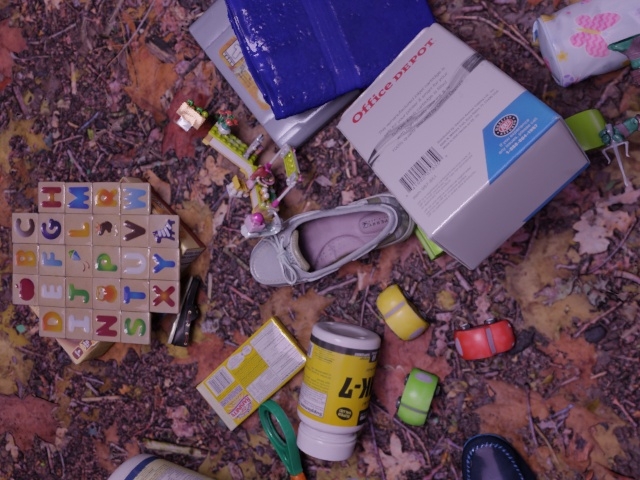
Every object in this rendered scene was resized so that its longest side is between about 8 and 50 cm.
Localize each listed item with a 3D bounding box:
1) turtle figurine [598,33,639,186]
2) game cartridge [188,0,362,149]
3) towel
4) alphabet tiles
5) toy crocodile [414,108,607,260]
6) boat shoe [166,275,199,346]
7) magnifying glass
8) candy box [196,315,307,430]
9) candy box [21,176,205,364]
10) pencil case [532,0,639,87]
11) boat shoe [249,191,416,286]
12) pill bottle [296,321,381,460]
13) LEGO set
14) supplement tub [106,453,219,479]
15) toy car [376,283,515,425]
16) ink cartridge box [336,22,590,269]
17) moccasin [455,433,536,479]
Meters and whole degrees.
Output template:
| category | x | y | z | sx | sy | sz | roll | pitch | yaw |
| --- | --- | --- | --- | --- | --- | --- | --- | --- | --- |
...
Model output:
| category | x | y | z | sx | sy | sz | roll | pitch | yaw |
| --- | --- | --- | --- | --- | --- | --- | --- | --- | --- |
| turtle figurine | 0.476 | -0.169 | 0.930 | 0.175 | 0.118 | 0.234 | -1 | 114 | 54 |
| game cartridge | -0.073 | -0.324 | 1.175 | 0.198 | 0.062 | 0.297 | -40 | 82 | 18 |
| towel | 0.022 | -0.343 | 1.091 | 0.308 | 0.076 | 0.228 | -22 | 90 | -7 |
| alphabet tiles | -0.407 | 0.038 | 1.212 | 0.342 | 0.011 | 0.285 | 2 | 93 | 16 |
| toy crocodile | 0.298 | -0.087 | 1.063 | 0.340 | 0.105 | 0.115 | -40 | 71 | 17 |
| boat shoe | -0.246 | 0.132 | 1.250 | 0.042 | 0.049 | 0.133 | 16 | 90 | -14 |
| magnifying glass | -0.051 | 0.389 | 1.198 | 0.026 | 0.092 | 0.231 | -23 | 95 | -29 |
| candy box | -0.122 | 0.241 | 1.227 | 0.206 | 0.027 | 0.105 | -43 | 84 | 14 |
| candy box | -0.389 | 0.056 | 1.260 | 0.316 | 0.087 | 0.183 | -45 | 81 | 13 |
| pencil case | 0.459 | -0.327 | 0.995 | 0.273 | 0.113 | 0.124 | -21 | 81 | 15 |
| boat shoe | 0.002 | 0.002 | 1.128 | 0.320 | 0.103 | 0.118 | -17 | 88 | 28 |
| pill bottle | 0.026 | 0.251 | 1.139 | 0.119 | 0.119 | 0.208 | 12 | 96 | 15 |
| LEGO set | -0.121 | -0.145 | 1.139 | 0.107 | 0.132 | 0.287 | -43 | 70 | 39 |
| supplement tub | -0.216 | 0.526 | 1.159 | 0.325 | 0.235 | 0.235 | 15 | 97 | 14 |
| toy car | 0.181 | 0.209 | 1.128 | 0.239 | 0.053 | 0.225 | 18 | 97 | 14 |
| ink cartridge box | 0.194 | -0.146 | 0.993 | 0.223 | 0.129 | 0.307 | -45 | 45 | 13 |
| moccasin | 0.318 | 0.479 | 1.070 | 0.137 | 0.117 | 0.342 | -23 | 87 | 15 |
